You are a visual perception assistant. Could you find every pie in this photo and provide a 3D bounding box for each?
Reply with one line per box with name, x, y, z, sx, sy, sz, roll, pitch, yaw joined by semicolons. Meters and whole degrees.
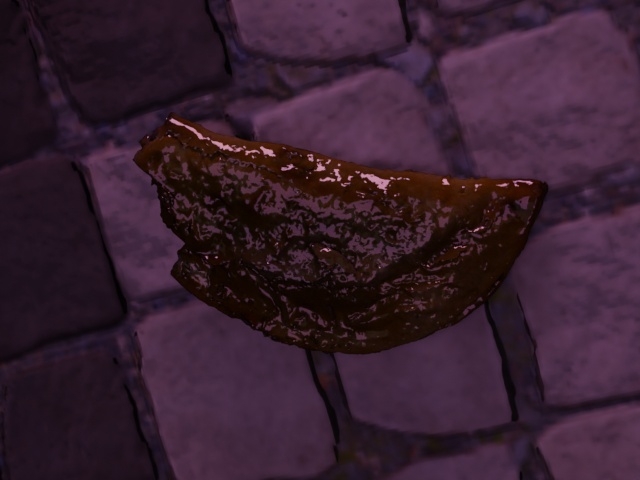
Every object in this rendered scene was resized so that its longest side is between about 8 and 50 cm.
pie;0.000;0.000;0.499;0.170;0.034;0.092;14;99;7
